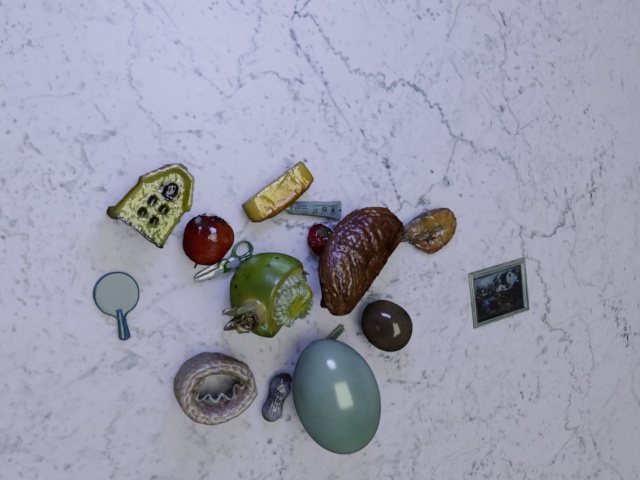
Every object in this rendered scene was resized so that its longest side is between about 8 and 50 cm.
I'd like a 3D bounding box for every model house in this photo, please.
[{"bbox_3d":[-0.447,-0.123,1.421,0.174,0.193,0.234,34,82,-21],"label":"model house"}]

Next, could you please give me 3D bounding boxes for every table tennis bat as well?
[{"bbox_3d":[-0.577,0.189,1.486,0.124,0.033,0.201,-10,98,-21],"label":"table tennis bat"}]

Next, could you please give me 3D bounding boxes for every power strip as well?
[{"bbox_3d":[0.053,0.321,1.793,0.083,0.017,0.027,-44,113,-12],"label":"power strip"}]

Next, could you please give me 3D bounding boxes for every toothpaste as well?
[{"bbox_3d":[-0.025,-0.102,1.699,0.218,0.041,0.064,0,90,-28],"label":"toothpaste"}]

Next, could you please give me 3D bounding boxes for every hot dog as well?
[{"bbox_3d":[0.108,0.060,1.644,0.387,0.174,0.267,-52,154,-24],"label":"hot dog"}]

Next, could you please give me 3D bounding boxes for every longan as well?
[{"bbox_3d":[0.227,0.291,1.787,0.187,0.167,0.167,45,77,-12],"label":"longan"}]

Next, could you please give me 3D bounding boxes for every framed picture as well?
[{"bbox_3d":[0.724,0.209,2.080,0.296,0.019,0.232,-14,101,-23],"label":"framed picture"}]

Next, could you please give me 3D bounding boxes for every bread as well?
[{"bbox_3d":[-0.130,-0.145,1.614,0.245,0.102,0.094,-40,103,-17],"label":"bread"}]

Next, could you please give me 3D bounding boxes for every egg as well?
[{"bbox_3d":[0.052,0.500,1.670,0.276,0.276,0.389,-25,104,-20],"label":"egg"}]

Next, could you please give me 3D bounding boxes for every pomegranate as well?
[{"bbox_3d":[-0.165,0.170,1.529,0.340,0.260,0.261,-27,111,-59],"label":"pomegranate"}]

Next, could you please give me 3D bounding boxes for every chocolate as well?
[{"bbox_3d":[-0.142,0.511,1.696,0.072,0.072,0.167,19,90,-25],"label":"chocolate"}]

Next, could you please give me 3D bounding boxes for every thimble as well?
[{"bbox_3d":[-0.321,0.439,1.570,0.229,0.148,0.196,-19,101,-24],"label":"thimble"}]

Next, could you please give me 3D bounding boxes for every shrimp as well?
[{"bbox_3d":[0.368,-0.018,1.873,0.316,0.062,0.164,-18,106,-24],"label":"shrimp"}]

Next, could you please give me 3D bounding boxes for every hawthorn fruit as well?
[{"bbox_3d":[-0.333,0.008,1.517,0.148,0.148,0.172,19,96,-25],"label":"hawthorn fruit"}]

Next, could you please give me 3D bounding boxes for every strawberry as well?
[{"bbox_3d":[0.001,0.000,1.694,0.106,0.106,0.106,-3,97,-24],"label":"strawberry"}]

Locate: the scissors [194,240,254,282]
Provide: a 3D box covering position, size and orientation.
[{"bbox_3d":[-0.293,0.077,1.602,0.204,0.027,0.101,-25,104,-22],"label":"scissors"}]
